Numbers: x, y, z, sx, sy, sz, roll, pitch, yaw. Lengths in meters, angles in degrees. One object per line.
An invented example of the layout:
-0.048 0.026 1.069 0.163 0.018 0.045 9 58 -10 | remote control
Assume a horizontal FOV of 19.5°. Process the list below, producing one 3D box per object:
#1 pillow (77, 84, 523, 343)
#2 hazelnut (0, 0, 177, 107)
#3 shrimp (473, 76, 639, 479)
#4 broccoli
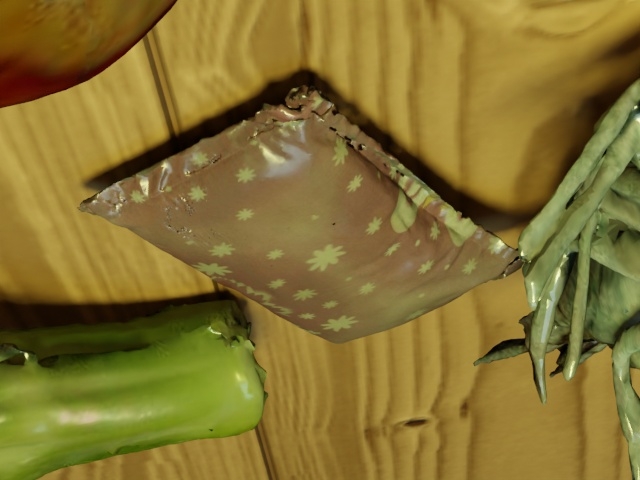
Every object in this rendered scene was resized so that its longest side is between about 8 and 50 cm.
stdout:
0.000 0.000 0.746 0.118 0.043 0.185 -23 151 29 | pillow
-0.126 -0.106 0.337 0.181 0.181 0.212 -15 137 7 | hazelnut
0.185 -0.024 0.653 0.221 0.166 0.410 6 137 -27 | shrimp
-0.166 0.080 0.779 0.304 0.145 0.164 -11 117 -19 | broccoli
